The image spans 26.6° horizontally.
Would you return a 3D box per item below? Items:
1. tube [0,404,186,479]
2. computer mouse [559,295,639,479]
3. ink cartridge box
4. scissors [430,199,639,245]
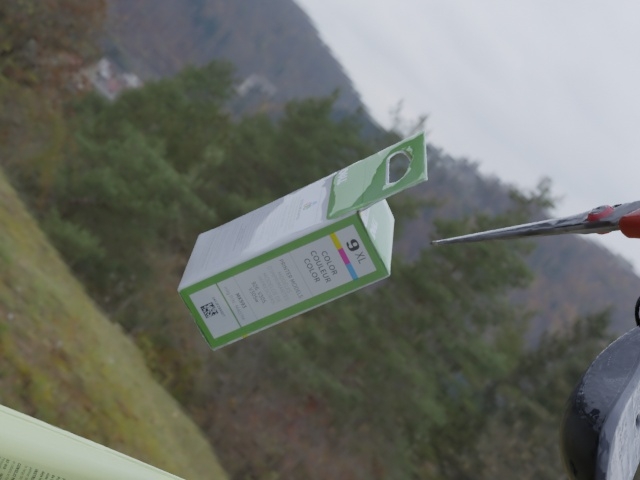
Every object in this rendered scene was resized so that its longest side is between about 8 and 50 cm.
[{"bbox_3d":[-0.182,0.157,0.919,0.240,0.062,0.070,24,-1,-14],"label":"tube"},{"bbox_3d":[0.307,0.174,1.412,0.072,0.272,0.188,8,-58,28],"label":"computer mouse"},{"bbox_3d":[0.000,0.000,1.042,0.062,0.209,0.109,61,15,-18],"label":"ink cartridge box"},{"bbox_3d":[0.187,-0.017,0.792,0.297,0.109,0.021,0,-57,59],"label":"scissors"}]
